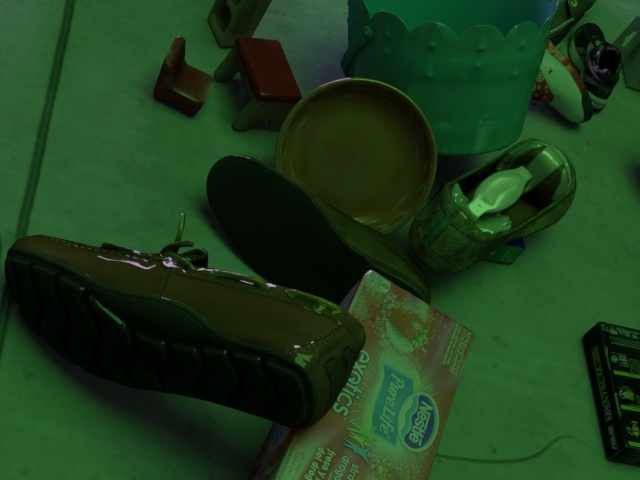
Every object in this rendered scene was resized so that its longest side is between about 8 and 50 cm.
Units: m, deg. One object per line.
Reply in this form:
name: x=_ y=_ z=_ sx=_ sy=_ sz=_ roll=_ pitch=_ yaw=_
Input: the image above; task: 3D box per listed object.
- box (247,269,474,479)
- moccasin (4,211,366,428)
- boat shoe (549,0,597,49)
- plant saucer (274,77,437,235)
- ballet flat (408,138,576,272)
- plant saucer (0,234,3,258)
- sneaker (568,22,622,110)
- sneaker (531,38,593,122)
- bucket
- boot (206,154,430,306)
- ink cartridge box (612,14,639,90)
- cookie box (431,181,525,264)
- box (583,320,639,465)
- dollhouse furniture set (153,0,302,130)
box: x=0.033 y=0.198 z=1.246 sx=0.142 sy=0.154 sz=0.300 roll=30 pitch=45 yaw=-4
moccasin: x=-0.141 y=0.063 z=1.198 sx=0.380 sy=0.139 sz=0.147 roll=10 pitch=35 yaw=24
boat shoe: x=0.385 y=-0.393 z=1.958 sx=0.116 sy=0.096 sz=0.324 roll=42 pitch=46 yaw=6
plant saucer: x=0.042 y=-0.100 z=1.499 sx=0.200 sy=0.200 sz=0.037 roll=28 pitch=3 yaw=-7
ballet flat: x=0.246 y=-0.065 z=1.546 sx=0.123 sy=0.123 sz=0.348 roll=49 pitch=47 yaw=13
plant saucer: x=-0.389 y=0.005 z=1.253 sx=0.119 sy=0.021 sz=0.119 roll=16 pitch=49 yaw=-19
sneaker: x=0.444 y=-0.286 z=1.920 sx=0.072 sy=0.077 sz=0.178 roll=17 pitch=48 yaw=-19
sneaker: x=0.280 y=-0.252 z=1.802 sx=0.145 sy=0.090 sz=0.270 roll=-39 pitch=107 yaw=-9
bucket: x=0.160 y=-0.243 z=1.593 sx=0.281 sy=0.183 sz=0.281 roll=5 pitch=30 yaw=-3
boot: x=0.000 y=0.000 z=1.442 sx=0.305 sy=0.112 sz=0.115 roll=37 pitch=25 yaw=-2
ink cartridge box: x=0.563 y=-0.285 z=1.968 sx=0.180 sy=0.104 sz=0.060 roll=15 pitch=50 yaw=-18
cookie box: x=0.207 y=-0.022 z=1.599 sx=0.107 sy=0.040 sz=0.092 roll=10 pitch=50 yaw=-22
box: x=0.436 y=0.204 z=1.546 sx=0.191 sy=0.045 sz=0.184 roll=13 pitch=52 yaw=-21
dollhouse furniture set: x=-0.160 y=-0.329 z=1.559 sx=0.201 sy=0.152 sz=0.374 roll=-3 pitch=57 yaw=-31
